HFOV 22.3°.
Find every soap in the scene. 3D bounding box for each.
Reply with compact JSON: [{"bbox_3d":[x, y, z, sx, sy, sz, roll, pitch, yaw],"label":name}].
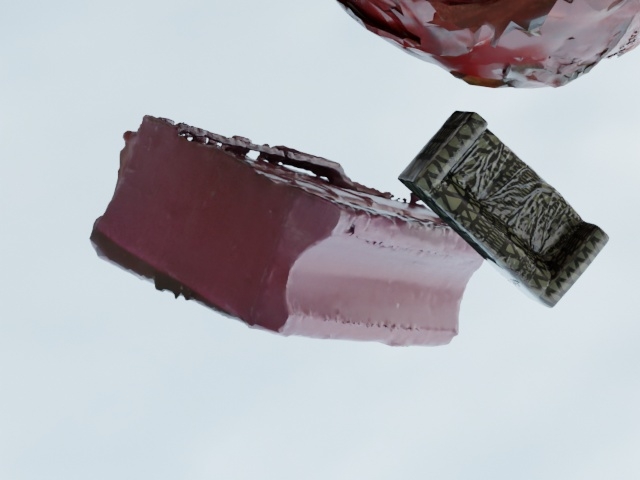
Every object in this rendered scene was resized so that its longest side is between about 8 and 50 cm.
[{"bbox_3d":[0.000,0.000,1.030,0.162,0.250,0.099,21,-83,35],"label":"soap"}]

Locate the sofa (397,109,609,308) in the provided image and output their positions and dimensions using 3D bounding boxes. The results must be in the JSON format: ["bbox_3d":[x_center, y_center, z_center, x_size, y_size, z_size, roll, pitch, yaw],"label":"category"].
[{"bbox_3d":[0.109,-0.019,0.963,0.060,0.118,0.039,-50,-164,-5],"label":"sofa"}]

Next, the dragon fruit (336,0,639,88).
[{"bbox_3d":[0.105,-0.232,0.932,0.296,0.295,0.302,-18,177,6],"label":"dragon fruit"}]
